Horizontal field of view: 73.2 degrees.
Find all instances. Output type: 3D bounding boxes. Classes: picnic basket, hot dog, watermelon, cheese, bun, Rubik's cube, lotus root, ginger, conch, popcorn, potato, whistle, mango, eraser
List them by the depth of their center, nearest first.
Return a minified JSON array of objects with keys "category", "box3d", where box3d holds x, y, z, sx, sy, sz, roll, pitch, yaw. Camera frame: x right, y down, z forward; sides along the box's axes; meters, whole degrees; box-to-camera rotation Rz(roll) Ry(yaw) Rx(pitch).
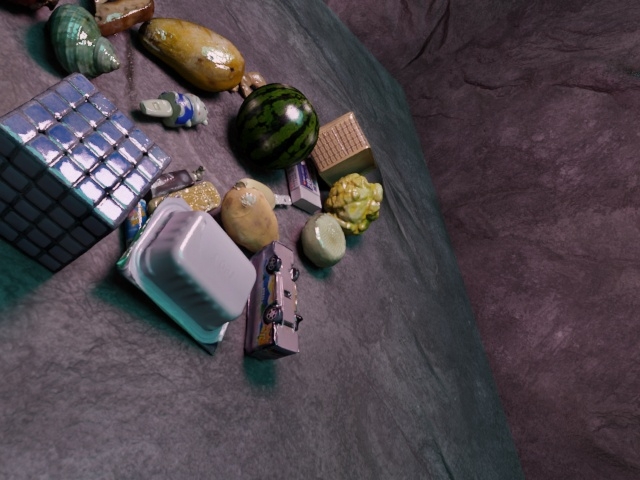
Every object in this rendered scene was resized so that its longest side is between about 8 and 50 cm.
[{"category":"Rubik's cube","box3d":[-0.474,-0.124,0.807,0.237,0.238,0.237,48,33,-24]},{"category":"conch","box3d":[-0.580,-0.483,1.049,0.188,0.122,0.176,60,7,-9]},{"category":"hot dog","box3d":[-0.354,-0.086,1.110,0.084,0.073,0.242,61,32,-8]},{"category":"lotus root","box3d":[-0.560,-0.680,1.214,0.170,0.074,0.261,-9,67,-25]},{"category":"whistle","box3d":[-0.409,-0.378,1.238,0.244,0.092,0.110,-22,89,-60]},{"category":"potato","box3d":[-0.202,-0.060,1.259,0.235,0.128,0.161,38,75,-44]},{"category":"mango","box3d":[-0.401,-0.591,1.367,0.329,0.175,0.176,19,24,-23]},{"category":"cheese","box3d":[-0.177,-0.138,1.430,0.251,0.054,0.127,-6,74,-57]},{"category":"watermelon","box3d":[-0.145,-0.385,1.464,0.285,0.285,0.285,35,40,-37]},{"category":"bun","box3d":[0.000,0.000,1.516,0.195,0.118,0.195,29,50,-42]},{"category":"ginger","box3d":[-0.288,-0.596,1.622,0.258,0.065,0.149,22,61,-54]},{"category":"eraser","box3d":[-0.066,-0.218,1.636,0.124,0.068,0.210,26,46,-49]},{"category":"popcorn","box3d":[0.125,-0.136,1.709,0.255,0.195,0.256,-18,117,-20]},{"category":"picnic basket","box3d":[0.080,-0.349,1.724,0.175,0.228,0.313,65,8,12]}]

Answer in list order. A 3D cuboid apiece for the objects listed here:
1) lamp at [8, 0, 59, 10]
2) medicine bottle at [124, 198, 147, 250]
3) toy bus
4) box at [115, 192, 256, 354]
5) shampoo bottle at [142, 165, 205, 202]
[{"category":"lamp","box3d":[-0.708,-0.638,0.945,0.274,0.177,0.177,26,46,-42]},{"category":"medicine bottle","box3d":[-0.416,-0.004,0.979,0.051,0.051,0.191,13,56,-51]},{"category":"toy bus","box3d":[-0.133,0.162,1.185,0.112,0.138,0.317,37,38,-43]},{"category":"box","box3d":[-0.270,0.066,1.011,0.337,0.106,0.264,54,37,-33]},{"category":"shampoo bottle","box3d":[-0.383,-0.154,1.130,0.057,0.063,0.207,60,32,-6]}]
